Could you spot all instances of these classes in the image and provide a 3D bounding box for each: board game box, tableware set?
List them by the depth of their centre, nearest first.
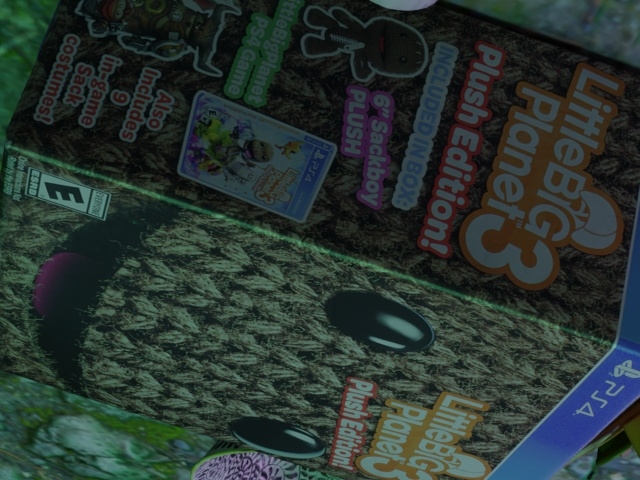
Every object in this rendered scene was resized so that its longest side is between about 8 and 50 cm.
[{"bbox_3d":[0.000,0.000,0.774,0.291,0.141,0.232,18,150,-5],"label":"board game box"},{"bbox_3d":[0.189,0.075,0.820,0.024,0.154,0.104,54,130,6],"label":"tableware set"}]

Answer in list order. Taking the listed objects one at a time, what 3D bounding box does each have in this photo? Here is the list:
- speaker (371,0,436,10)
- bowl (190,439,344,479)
[{"bbox_3d":[0.050,-0.143,0.599,0.055,0.055,0.136,21,149,-10],"label":"speaker"},{"bbox_3d":[0.004,0.144,1.072,0.170,0.080,0.170,11,149,7],"label":"bowl"}]
